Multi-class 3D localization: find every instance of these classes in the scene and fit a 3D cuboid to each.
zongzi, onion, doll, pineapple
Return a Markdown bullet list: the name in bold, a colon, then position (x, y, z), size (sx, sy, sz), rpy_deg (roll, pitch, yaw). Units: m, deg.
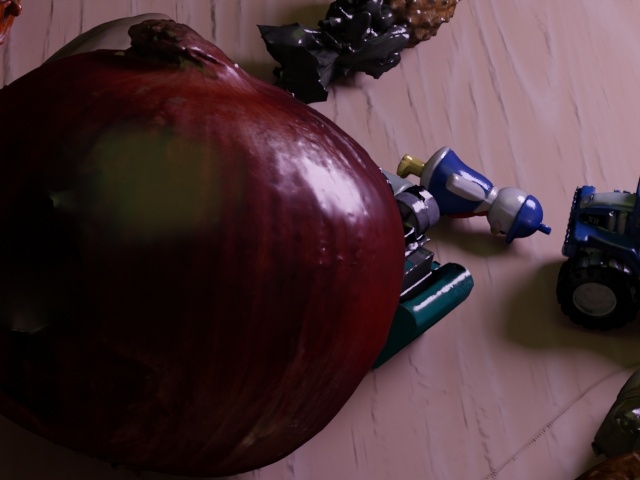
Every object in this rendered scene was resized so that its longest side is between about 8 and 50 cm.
- **zongzi**: position (0.282, 0.155, 1.433), size (0.130, 0.062, 0.154), rpy_deg (38, 28, 5)
- **onion**: position (-0.128, 0.015, 1.324), size (0.341, 0.341, 0.341), rpy_deg (4, 39, -3)
- **doll**: position (0.135, -0.039, 1.622), size (0.143, 0.057, 0.099), rpy_deg (26, 1, 8)
- **pineapple**: position (0.035, -0.207, 1.793), size (0.237, 0.119, 0.111), rpy_deg (-41, 103, -38)

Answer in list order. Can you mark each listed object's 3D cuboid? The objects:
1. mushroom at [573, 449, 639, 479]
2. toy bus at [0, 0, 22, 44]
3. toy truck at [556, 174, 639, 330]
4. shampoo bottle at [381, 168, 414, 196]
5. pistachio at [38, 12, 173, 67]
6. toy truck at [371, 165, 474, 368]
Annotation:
- **mushroom**: position (0.219, 0.223, 1.250), size (0.194, 0.138, 0.231), rpy_deg (15, 39, 10)
- **toy bus**: position (-0.386, -0.229, 1.711), size (0.143, 0.153, 0.329), rpy_deg (37, 49, 25)
- **toy truck**: position (0.304, 0.010, 1.538), size (0.208, 0.126, 0.113), rpy_deg (12, 39, 5)
- **shampoo bottle**: position (-0.012, -0.062, 1.638), size (0.195, 0.056, 0.056), rpy_deg (25, 42, 23)
- **pistachio**: position (-0.183, -0.109, 1.600), size (0.153, 0.137, 0.238), rpy_deg (28, 42, 8)
- **toy truck**: position (0.000, 0.000, 1.508), size (0.253, 0.124, 0.114), rpy_deg (30, 43, 28)
